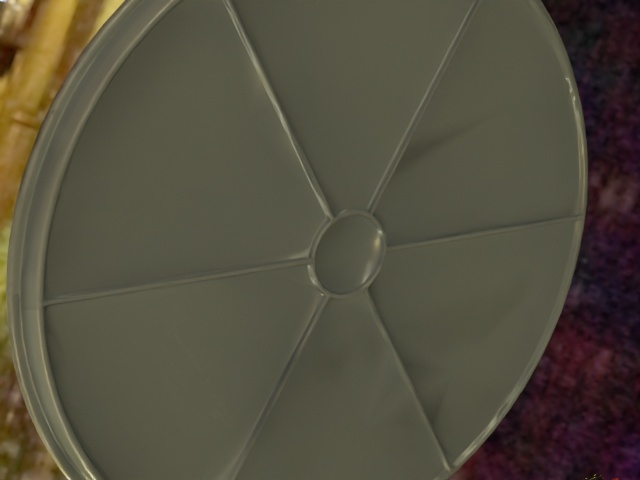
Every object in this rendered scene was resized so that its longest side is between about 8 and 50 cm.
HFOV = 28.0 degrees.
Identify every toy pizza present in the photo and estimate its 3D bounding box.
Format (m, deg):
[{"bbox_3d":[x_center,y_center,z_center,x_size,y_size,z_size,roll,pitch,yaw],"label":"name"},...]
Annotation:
[{"bbox_3d":[0.000,0.000,0.383,0.032,0.201,0.201,26,96,51],"label":"toy pizza"}]

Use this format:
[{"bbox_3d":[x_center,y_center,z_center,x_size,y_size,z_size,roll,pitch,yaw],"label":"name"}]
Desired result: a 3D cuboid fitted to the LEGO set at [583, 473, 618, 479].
[{"bbox_3d":[0.079,0.053,0.248,0.054,0.083,0.023,-66,-39,-82],"label":"LEGO set"}]
